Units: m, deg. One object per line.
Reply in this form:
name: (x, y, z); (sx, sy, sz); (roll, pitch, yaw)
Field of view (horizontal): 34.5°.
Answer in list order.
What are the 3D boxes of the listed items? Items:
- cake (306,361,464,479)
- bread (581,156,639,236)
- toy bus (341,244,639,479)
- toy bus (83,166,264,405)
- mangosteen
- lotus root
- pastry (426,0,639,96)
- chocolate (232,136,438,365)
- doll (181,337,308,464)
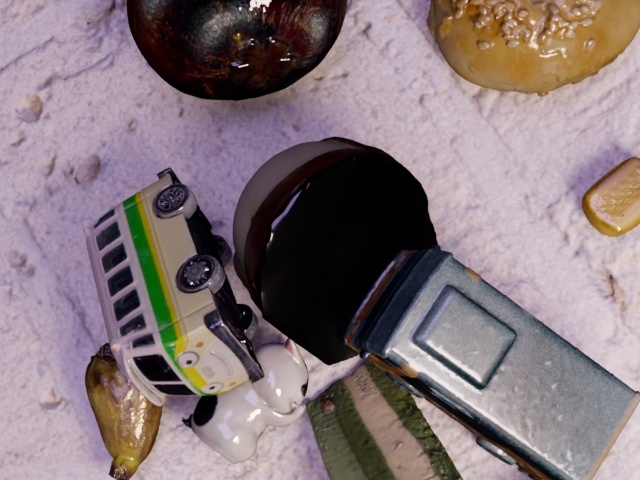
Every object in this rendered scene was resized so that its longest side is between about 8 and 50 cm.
cake: (0.084, 0.277, 1.296); (0.158, 0.172, 0.284); (-27, 69, -2)
bread: (0.410, -0.056, 1.400); (0.115, 0.056, 0.082); (-43, 75, -10)
toy bus: (0.204, 0.155, 1.251); (0.323, 0.194, 0.162); (36, 82, -9)
toy bus: (-0.201, 0.071, 1.366); (0.179, 0.143, 0.305); (-27, 48, 2)
mangosteen: (-0.123, -0.354, 1.460); (0.330, 0.330, 0.330); (-3, 73, 9)
lotus root: (-0.266, 0.235, 1.412); (0.108, 0.094, 0.191); (-13, 78, 26)
pastry: (0.306, -0.357, 1.443); (0.315, 0.184, 0.284); (-25, 72, 1)
chocolate: (0.000, 0.000, 1.359); (0.283, 0.283, 0.186); (-55, 36, -9)
doll: (-0.087, 0.214, 1.374); (0.180, 0.110, 0.107); (-40, 92, -9)
